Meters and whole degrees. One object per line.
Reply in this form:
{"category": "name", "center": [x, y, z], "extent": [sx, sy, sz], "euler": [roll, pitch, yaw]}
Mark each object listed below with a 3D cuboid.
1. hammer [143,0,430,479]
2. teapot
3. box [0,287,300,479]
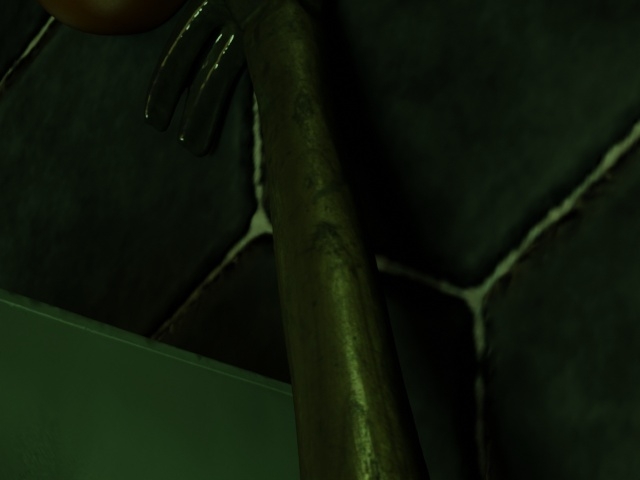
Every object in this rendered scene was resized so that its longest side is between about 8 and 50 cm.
{"category": "hammer", "center": [0.000, 0.000, 0.634], "extent": [0.168, 0.044, 0.440], "euler": [-44, 33, 26]}
{"category": "teapot", "center": [-0.128, -0.171, 0.860], "extent": [0.173, 0.116, 0.116], "euler": [24, 91, 50]}
{"category": "box", "center": [-0.116, 0.089, 0.642], "extent": [0.129, 0.225, 0.086], "euler": [-19, 60, 40]}
